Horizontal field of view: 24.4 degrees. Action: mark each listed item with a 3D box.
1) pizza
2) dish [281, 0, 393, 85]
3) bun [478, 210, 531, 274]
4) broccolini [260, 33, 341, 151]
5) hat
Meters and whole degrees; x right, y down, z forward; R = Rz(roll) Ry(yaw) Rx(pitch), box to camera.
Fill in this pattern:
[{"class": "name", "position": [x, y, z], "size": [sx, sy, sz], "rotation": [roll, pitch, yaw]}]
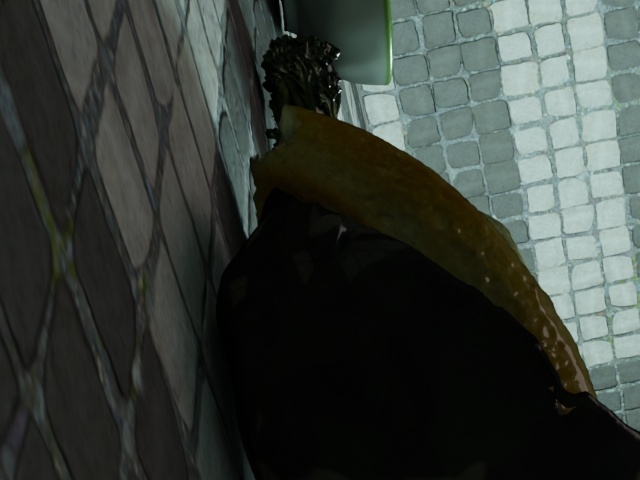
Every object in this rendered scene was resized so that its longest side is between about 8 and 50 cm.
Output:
[{"class": "pizza", "position": [0.080, 0.049, 0.975], "size": [0.268, 0.087, 0.257], "rotation": [16, -53, 43]}, {"class": "dish", "position": [-0.005, -0.323, 1.616], "size": [0.324, 0.124, 0.324], "rotation": [172, -90, -89]}, {"class": "bun", "position": [0.167, 0.146, 1.811], "size": [0.352, 0.227, 0.349], "rotation": [67, 13, -56]}, {"class": "broccolini", "position": [-0.005, 0.002, 1.226], "size": [0.079, 0.074, 0.392], "rotation": [-39, -129, 48]}, {"class": "hat", "position": [0.036, 0.191, 0.800], "size": [0.366, 0.257, 0.381], "rotation": [21, -86, 58]}]
